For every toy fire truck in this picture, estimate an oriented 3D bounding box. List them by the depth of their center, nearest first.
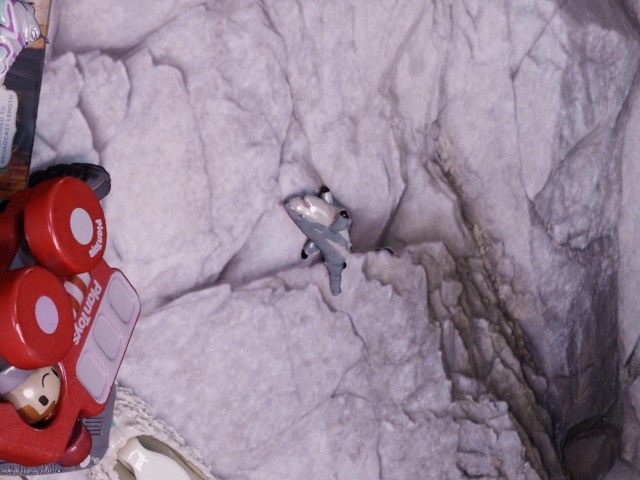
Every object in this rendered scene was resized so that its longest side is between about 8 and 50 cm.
[{"bbox_3d":[-0.289,0.097,1.751,0.254,0.169,0.302,56,33,-36],"label":"toy fire truck"}]

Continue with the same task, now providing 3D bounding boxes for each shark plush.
[{"bbox_3d":[0.000,0.000,2.196,0.067,0.073,0.161,-24,139,-10],"label":"shark plush"}]

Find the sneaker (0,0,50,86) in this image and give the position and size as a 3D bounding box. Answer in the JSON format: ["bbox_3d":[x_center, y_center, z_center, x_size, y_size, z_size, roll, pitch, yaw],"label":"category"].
[{"bbox_3d":[-0.316,-0.205,1.796,0.069,0.038,0.098,1,101,-39],"label":"sneaker"}]

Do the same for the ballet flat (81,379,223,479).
[{"bbox_3d":[-0.170,0.330,2.084,0.147,0.147,0.409,-51,128,-15],"label":"ballet flat"}]

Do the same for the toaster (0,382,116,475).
[{"bbox_3d":[-0.349,0.182,1.888,0.227,0.146,0.129,2,100,-39],"label":"toaster"}]

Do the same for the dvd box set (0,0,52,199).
[{"bbox_3d":[-0.475,-0.202,1.734,0.420,0.062,0.307,3,100,-39],"label":"dvd box set"}]

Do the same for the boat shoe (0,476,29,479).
[{"bbox_3d":[-0.400,0.407,1.937,0.117,0.097,0.324,15,90,-7],"label":"boat shoe"}]

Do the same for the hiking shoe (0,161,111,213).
[{"bbox_3d":[-0.318,0.007,1.916,0.227,0.086,0.114,-40,131,-12],"label":"hiking shoe"}]
